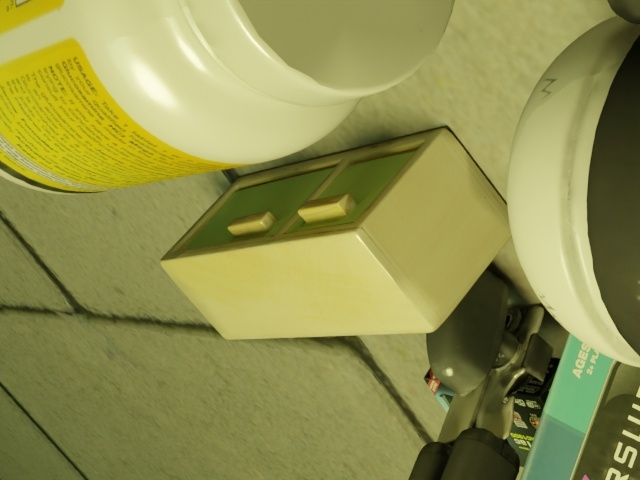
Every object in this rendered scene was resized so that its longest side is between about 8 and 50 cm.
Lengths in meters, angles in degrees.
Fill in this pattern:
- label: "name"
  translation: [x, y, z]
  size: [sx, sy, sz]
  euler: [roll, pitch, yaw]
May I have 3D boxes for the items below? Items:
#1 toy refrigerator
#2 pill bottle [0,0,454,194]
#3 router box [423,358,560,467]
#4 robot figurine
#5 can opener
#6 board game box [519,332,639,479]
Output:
- label: "toy refrigerator"
  translation: [0.000, 0.000, 0.942]
  size: [0.094, 0.102, 0.269]
  euler: [51, 153, -19]
- label: "pill bottle"
  translation: [-0.082, -0.129, 0.759]
  size: [0.188, 0.188, 0.334]
  euler: [52, 152, -21]
- label: "router box"
  translation: [0.147, 0.128, 1.010]
  size: [0.122, 0.038, 0.092]
  euler: [3, 136, 51]
- label: "robot figurine"
  translation: [0.210, -0.020, 0.559]
  size: [0.278, 0.174, 0.209]
  euler: [6, 95, 49]
- label: "can opener"
  translation: [0.071, 0.138, 0.859]
  size: [0.095, 0.283, 0.076]
  euler: [39, 141, -15]
- label: "board game box"
  translation: [0.268, 0.210, 0.765]
  size: [0.336, 0.079, 0.253]
  euler: [24, 108, 30]
